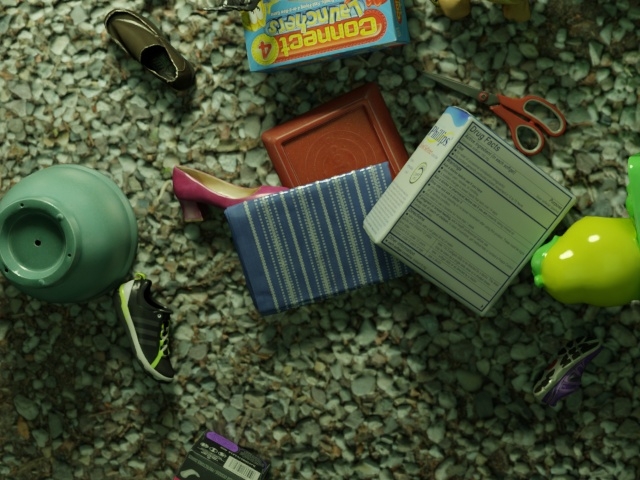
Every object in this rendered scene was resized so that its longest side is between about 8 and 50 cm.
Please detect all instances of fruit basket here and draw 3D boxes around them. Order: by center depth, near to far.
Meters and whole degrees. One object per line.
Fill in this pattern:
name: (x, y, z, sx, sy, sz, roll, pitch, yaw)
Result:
fruit basket: (0.585, 0.025, 1.636, 0.392, 0.283, 0.392, 6, 102, 28)

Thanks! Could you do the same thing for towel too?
towel: (0.000, 0.000, 1.773, 0.336, 0.040, 0.243, -16, 110, 3)

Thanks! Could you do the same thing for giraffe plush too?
giraffe plush: (0.276, -0.478, 1.659, 0.170, 0.210, 0.181, -18, 118, 14)

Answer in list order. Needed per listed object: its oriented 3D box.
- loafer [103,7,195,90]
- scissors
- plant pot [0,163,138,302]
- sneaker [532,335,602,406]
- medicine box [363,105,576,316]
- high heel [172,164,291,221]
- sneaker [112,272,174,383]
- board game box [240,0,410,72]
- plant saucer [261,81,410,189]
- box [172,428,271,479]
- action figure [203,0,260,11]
loafer: (-0.343, -0.387, 1.790, 0.220, 0.078, 0.080, 38, 99, 2)
scissors: (0.339, -0.280, 1.751, 0.297, 0.021, 0.109, 38, 101, 3)
plant pot: (-0.535, -0.004, 1.795, 0.293, 0.196, 0.293, 1, 96, 6)
sneaker: (0.495, 0.258, 1.775, 0.071, 0.068, 0.170, 36, 108, -13)
medicine box: (0.273, -0.055, 1.682, 0.263, 0.149, 0.289, 34, 98, -16)
high heel: (-0.178, -0.111, 1.799, 0.244, 0.082, 0.117, -7, 106, 21)
sneaker: (-0.344, 0.180, 1.848, 0.097, 0.084, 0.235, -25, 93, 8)
board game box: (-0.008, -0.493, 1.694, 0.308, 0.086, 0.302, -8, 95, 24)
plant saucer: (0.042, -0.148, 1.785, 0.259, 0.048, 0.258, -24, 93, 8)
box: (-0.241, 0.555, 1.845, 0.165, 0.143, 0.270, 28, 99, 4)
action figure: (-0.164, -0.555, 1.622, 0.141, 0.164, 0.276, -9, 107, -34)
